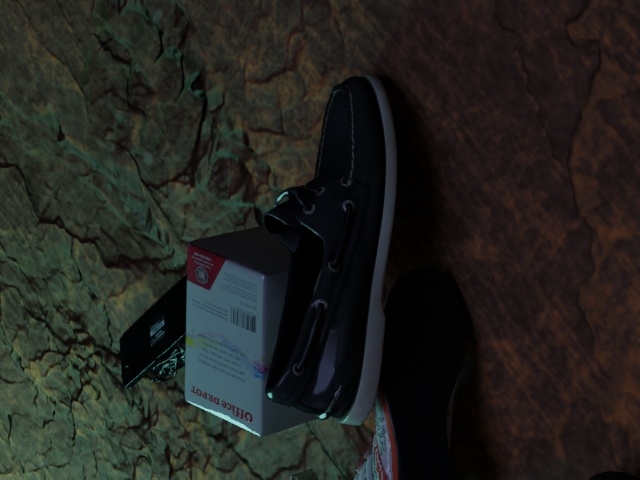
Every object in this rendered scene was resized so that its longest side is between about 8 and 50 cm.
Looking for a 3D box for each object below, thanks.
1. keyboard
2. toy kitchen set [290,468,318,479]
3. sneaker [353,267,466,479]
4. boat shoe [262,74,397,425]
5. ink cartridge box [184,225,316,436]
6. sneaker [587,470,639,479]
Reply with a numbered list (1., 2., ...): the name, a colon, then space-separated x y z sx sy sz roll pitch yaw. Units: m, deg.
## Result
1. keyboard: -0.170 0.114 2.243 0.192 0.038 0.100 -41 46 47
2. toy kitchen set: 0.005 0.281 2.032 0.075 0.083 0.068 23 117 44
3. sneaker: 0.079 0.168 1.911 0.145 0.090 0.270 147 123 -70
4. boat shoe: -0.001 0.001 1.871 0.127 0.113 0.340 162 114 -71
5. ink cartridge box: -0.052 0.090 2.014 0.128 0.127 0.176 21 115 44
6. sneaker: 0.282 0.354 1.717 0.129 0.111 0.297 -42 59 42
